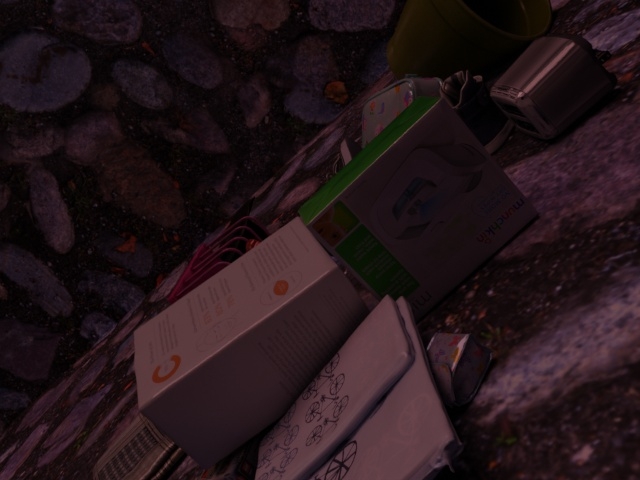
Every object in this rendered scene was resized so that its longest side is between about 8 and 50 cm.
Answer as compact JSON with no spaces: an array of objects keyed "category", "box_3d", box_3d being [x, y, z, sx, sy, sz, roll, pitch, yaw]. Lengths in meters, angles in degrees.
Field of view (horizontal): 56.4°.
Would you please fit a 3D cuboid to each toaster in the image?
[{"category":"toaster","box_3d":[0.399,-0.265,1.040,0.146,0.129,0.227,-45,17,10]}]

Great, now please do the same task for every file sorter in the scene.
[{"category":"file sorter","box_3d":[-0.201,0.095,1.469,0.182,0.202,0.290,-37,16,18]}]

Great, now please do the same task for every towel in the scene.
[{"category":"towel","box_3d":[-0.352,0.412,1.260,0.324,0.056,0.312,-45,15,-18]}]

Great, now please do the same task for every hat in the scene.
[{"category":"hat","box_3d":[-0.234,0.032,1.851,0.331,0.134,0.331,-57,15,24]}]

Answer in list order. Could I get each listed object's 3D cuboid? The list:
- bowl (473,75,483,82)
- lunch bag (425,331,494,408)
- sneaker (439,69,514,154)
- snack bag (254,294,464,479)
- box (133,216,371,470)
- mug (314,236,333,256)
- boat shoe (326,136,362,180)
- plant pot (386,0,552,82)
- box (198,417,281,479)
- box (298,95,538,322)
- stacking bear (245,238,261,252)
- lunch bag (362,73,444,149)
[{"category":"bowl","box_3d":[0.327,-0.295,1.386,0.170,0.080,0.170,-41,15,13]},{"category":"lunch bag","box_3d":[0.151,0.152,0.698,0.083,0.053,0.071,-60,18,-19]},{"category":"sneaker","box_3d":[0.337,-0.297,1.215,0.086,0.163,0.226,-26,22,53]},{"category":"snack bag","box_3d":[0.017,0.246,0.721,0.323,0.037,0.342,-50,13,14]},{"category":"box","box_3d":[-0.106,0.153,0.958,0.345,0.168,0.215,-35,29,-2]},{"category":"mug","box_3d":[0.057,-0.035,1.349,0.157,0.097,0.129,-48,15,-18]},{"category":"boat shoe","box_3d":[0.083,-0.184,1.666,0.105,0.113,0.306,-44,29,24]},{"category":"plant pot","box_3d":[0.369,-0.586,1.644,0.366,0.366,0.353,-55,6,-34]},{"category":"box","box_3d":[-0.119,0.314,0.980,0.114,0.036,0.207,-33,18,34]},{"category":"box","box_3d":[0.140,-0.044,0.902,0.262,0.231,0.127,-42,15,5]},{"category":"stacking bear","box_3d":[-0.128,0.173,1.170,0.289,0.176,0.164,-59,-22,-16]},{"category":"lunch bag","box_3d":[0.192,-0.249,1.349,0.108,0.223,0.279,-2,1,-22]}]
